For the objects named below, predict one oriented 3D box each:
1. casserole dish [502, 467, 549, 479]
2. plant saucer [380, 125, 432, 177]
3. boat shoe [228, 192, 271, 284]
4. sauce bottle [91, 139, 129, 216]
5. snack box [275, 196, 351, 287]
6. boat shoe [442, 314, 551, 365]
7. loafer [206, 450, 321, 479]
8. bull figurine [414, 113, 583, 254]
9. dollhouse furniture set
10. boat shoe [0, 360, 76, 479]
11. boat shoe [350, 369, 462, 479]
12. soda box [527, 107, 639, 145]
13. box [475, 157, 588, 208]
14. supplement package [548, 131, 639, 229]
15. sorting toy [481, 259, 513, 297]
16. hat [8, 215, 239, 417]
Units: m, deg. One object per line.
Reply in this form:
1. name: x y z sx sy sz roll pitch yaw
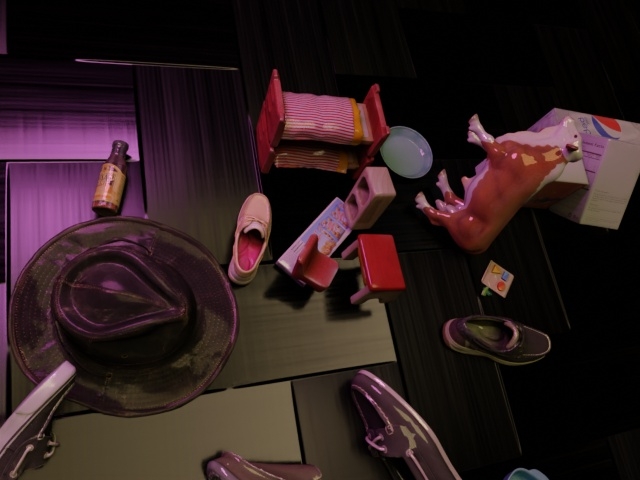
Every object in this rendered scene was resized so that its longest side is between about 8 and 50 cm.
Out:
1. casserole dish: 0.328 0.473 0.877 0.114 0.037 0.188 38 63 -3
2. plant saucer: 0.172 -0.177 1.082 0.120 0.021 0.119 7 68 -18
3. boat shoe: -0.112 -0.010 0.892 0.063 0.059 0.169 14 66 -15
4. sauce bottle: -0.338 -0.103 0.858 0.042 0.042 0.128 9 66 -17
5. snack box: 0.000 0.000 0.950 0.064 0.022 0.178 41 62 2
6. boat shoe: 0.338 0.182 0.973 0.224 0.073 0.080 12 66 -15
7. loafer: -0.046 0.364 0.763 0.251 0.094 0.087 33 51 -11
8. bull figurine: 0.324 -0.117 0.977 0.188 0.310 0.101 41 27 15
9. dollhouse furniture set: 0.020 -0.088 0.889 0.202 0.152 0.373 0 61 -20
10. boat shoe: -0.374 0.256 0.672 0.070 0.078 0.219 38 84 -12
11. boat shoe: 0.143 0.356 0.811 0.096 0.112 0.335 -36 83 -25
12. soda box: 0.633 -0.225 1.227 0.287 0.098 0.091 4 68 -18
13. box: 0.436 -0.136 1.101 0.171 0.130 0.090 3 68 -19
14. supplement package: 0.584 -0.127 1.118 0.105 0.105 0.179 8 107 -17
15. sorting toy: 0.349 0.086 1.049 0.062 0.012 0.083 37 62 -4
16. hat: -0.271 0.088 0.756 0.332 0.134 0.330 7 67 -17
